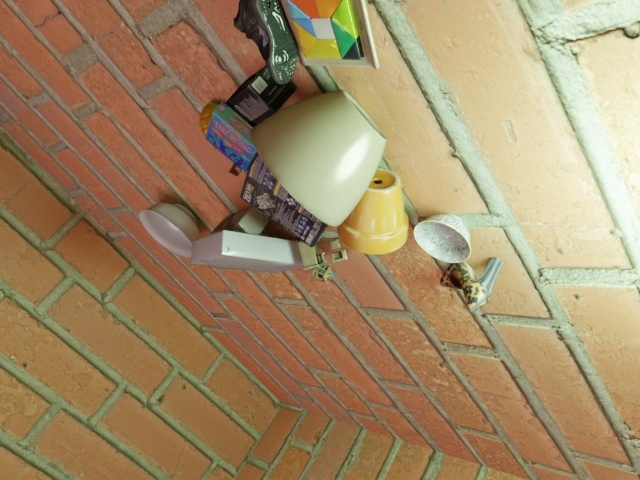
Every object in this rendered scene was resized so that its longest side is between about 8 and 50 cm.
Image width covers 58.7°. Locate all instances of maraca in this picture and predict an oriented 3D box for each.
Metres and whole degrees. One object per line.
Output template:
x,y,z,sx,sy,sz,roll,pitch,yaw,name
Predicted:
-0.310,-0.348,1.786,0.185,0.099,0.127,49,135,10,maraca

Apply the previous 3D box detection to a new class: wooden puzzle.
0.011,-0.492,1.307,0.239,0.044,0.221,16,146,31,wooden puzzle

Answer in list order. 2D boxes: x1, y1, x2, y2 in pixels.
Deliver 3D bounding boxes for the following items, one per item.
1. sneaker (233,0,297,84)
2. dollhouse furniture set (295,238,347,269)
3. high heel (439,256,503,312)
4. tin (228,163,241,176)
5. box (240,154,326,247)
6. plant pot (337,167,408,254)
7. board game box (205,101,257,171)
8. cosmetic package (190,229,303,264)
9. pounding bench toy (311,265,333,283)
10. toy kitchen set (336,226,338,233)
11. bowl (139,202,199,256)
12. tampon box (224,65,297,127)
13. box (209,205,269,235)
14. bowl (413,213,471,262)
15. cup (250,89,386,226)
-0.135,-0.497,1.390,0.130,0.087,0.227,25,145,48,sneaker
0.000,0.000,2.062,0.101,0.161,0.181,5,-109,-82,dollhouse furniture set
0.412,0.148,1.694,0.093,0.186,0.261,42,151,-12,high heel
-0.246,-0.276,1.841,0.040,0.106,0.190,27,154,-12,tin
-0.084,-0.172,1.828,0.318,0.097,0.395,33,149,2,box
0.154,-0.096,1.615,0.205,0.205,0.188,21,133,24,plant pot
-0.248,-0.293,1.644,0.160,0.047,0.210,40,160,-6,board game box
-0.259,0.050,2.151,0.377,0.097,0.284,9,169,-34,cosmetic package
0.007,0.121,2.220,0.065,0.052,0.083,15,145,33,pounding bench toy
0.103,-0.059,1.841,0.075,0.083,0.068,-7,89,51,toy kitchen set
-0.647,-0.071,2.537,0.298,0.134,0.298,25,149,16,bowl
-0.168,-0.395,1.561,0.101,0.120,0.161,46,150,-21,tampon box
-0.324,-0.049,2.257,0.094,0.113,0.275,46,148,-18,box
0.358,-0.022,1.607,0.170,0.080,0.170,27,151,16,bowl
0.024,-0.236,1.433,0.237,0.331,0.331,-41,107,16,cup
